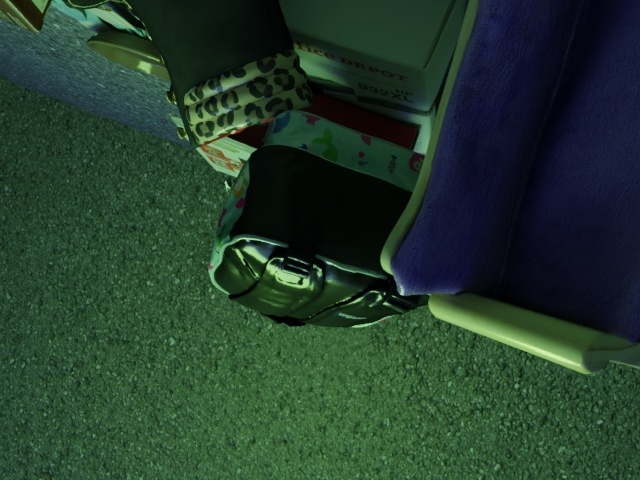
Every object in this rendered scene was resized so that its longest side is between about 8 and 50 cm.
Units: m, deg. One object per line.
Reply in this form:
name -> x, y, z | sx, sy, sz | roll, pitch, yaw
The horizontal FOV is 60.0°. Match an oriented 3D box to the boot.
boot -> -0.170, -0.246, 0.621 | 0.377, 0.284, 0.138 | -5, -159, 45

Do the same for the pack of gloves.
pack of gloves -> -0.453, -0.480, 1.186 | 0.195, 0.046, 0.232 | 17, -177, 14

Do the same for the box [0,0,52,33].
box -> -0.550, -0.459, 0.748 | 0.381, 0.191, 0.143 | 23, 176, -9

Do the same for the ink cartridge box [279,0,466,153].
ink cartridge box -> 0.065, -0.248, 0.744 | 0.223, 0.129, 0.307 | 22, 177, 14

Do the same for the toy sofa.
toy sofa -> 0.195, -0.096, 0.407 | 0.177, 0.363, 0.150 | 18, 179, -31

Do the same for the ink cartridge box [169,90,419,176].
ink cartridge box -> -0.025, -0.140, 0.813 | 0.309, 0.130, 0.272 | 22, 175, 6

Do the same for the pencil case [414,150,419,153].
pencil case -> 0.183, -0.201, 1.089 | 0.086, 0.088, 0.206 | 20, 176, -4

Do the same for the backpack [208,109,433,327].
backpack -> 0.000, 0.000, 0.584 | 0.225, 0.191, 0.253 | 17, 154, -12

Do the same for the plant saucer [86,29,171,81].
plant saucer -> -0.403, -0.427, 1.306 | 0.277, 0.041, 0.278 | 17, -178, -1
